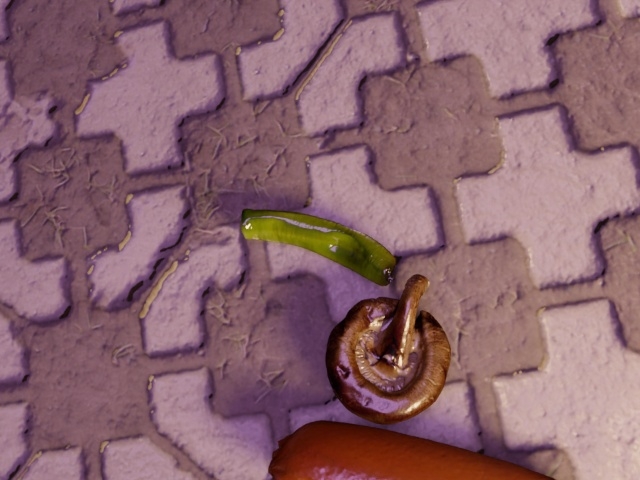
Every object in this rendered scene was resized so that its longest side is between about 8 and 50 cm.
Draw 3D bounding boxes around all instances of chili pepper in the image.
[{"bbox_3d":[0.000,0.000,0.918,0.202,0.050,0.052,18,97,17],"label":"chili pepper"}]

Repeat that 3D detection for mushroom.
[{"bbox_3d":[0.080,0.115,0.860,0.135,0.080,0.170,26,82,3],"label":"mushroom"}]

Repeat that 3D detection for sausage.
[{"bbox_3d":[0.113,0.258,0.806,0.348,0.094,0.097,15,36,13],"label":"sausage"}]
